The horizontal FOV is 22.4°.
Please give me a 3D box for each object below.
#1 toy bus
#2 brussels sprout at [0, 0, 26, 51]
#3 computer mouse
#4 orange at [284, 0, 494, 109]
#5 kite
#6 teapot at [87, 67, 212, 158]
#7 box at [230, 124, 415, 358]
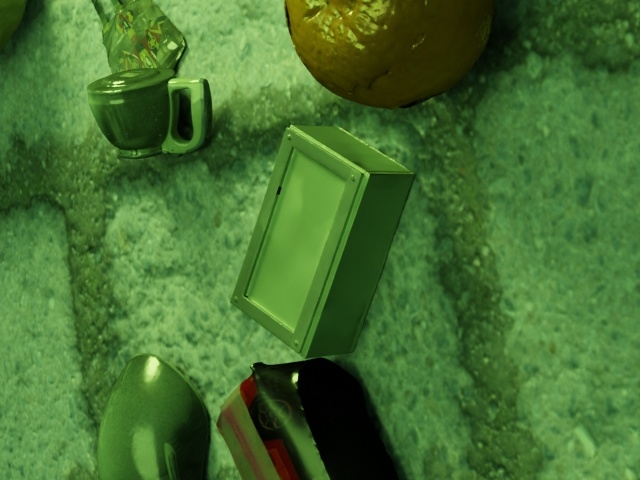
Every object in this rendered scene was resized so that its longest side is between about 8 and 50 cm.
[{"bbox_3d":[0.006,0.275,1.771,0.147,0.128,0.302,-42,66,43],"label":"toy bus"},{"bbox_3d":[-0.537,-0.394,2.184,0.328,0.247,0.328,26,125,42],"label":"brussels sprout"},{"bbox_3d":[-0.212,0.330,2.012,0.167,0.090,0.379,-10,87,45],"label":"computer mouse"},{"bbox_3d":[0.071,-0.243,1.632,0.219,0.193,0.219,27,135,31],"label":"orange"},{"bbox_3d":[-0.253,-0.289,2.065,0.141,0.015,0.245,-44,64,34],"label":"kite"},{"bbox_3d":[-0.206,-0.156,1.986,0.111,0.149,0.108,-109,9,-70],"label":"teapot"},{"bbox_3d":[0.000,0.000,1.787,0.129,0.086,0.225,34,114,38],"label":"box"}]
